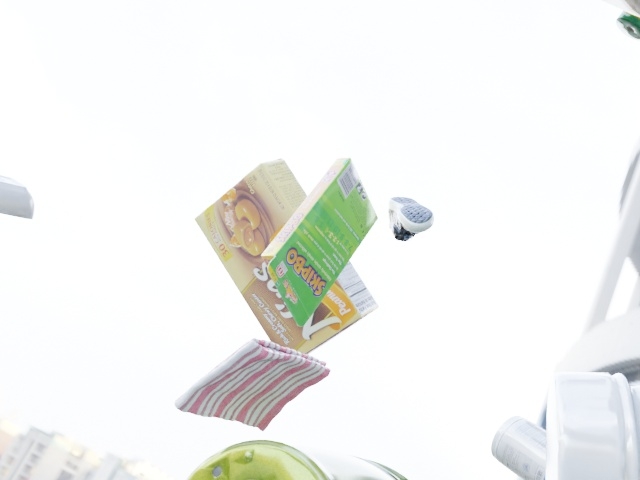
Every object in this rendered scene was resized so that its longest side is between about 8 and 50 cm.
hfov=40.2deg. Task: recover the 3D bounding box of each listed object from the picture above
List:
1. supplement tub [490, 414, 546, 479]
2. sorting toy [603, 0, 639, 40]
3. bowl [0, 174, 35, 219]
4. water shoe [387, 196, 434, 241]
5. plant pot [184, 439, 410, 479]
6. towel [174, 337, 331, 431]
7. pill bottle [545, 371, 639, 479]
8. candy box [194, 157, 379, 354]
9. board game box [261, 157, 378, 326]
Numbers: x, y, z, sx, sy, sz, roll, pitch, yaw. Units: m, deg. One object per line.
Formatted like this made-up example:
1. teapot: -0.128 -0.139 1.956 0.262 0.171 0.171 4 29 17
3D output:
1. supplement tub: 0.282 0.281 1.132 0.107 0.071 0.071 32 -13 47
2. sorting toy: 0.338 -0.350 1.050 0.132 0.046 0.274 37 -2 31
3. bowl: -0.557 -0.084 1.481 0.142 0.053 0.142 15 5 -36
4. water shoe: 0.185 -0.032 1.789 0.073 0.080 0.203 1 16 -6
5. plant pot: -0.032 0.434 1.188 0.366 0.366 0.353 14 -21 27
6. towel: -0.085 0.198 1.181 0.197 0.144 0.029 29 23 -55
7. pill bottle: 0.308 0.153 0.548 0.318 0.176 0.176 1 -30 12
8. candy box: -0.062 0.038 1.536 0.183 0.087 0.316 -36 -97 29
9. board game box: 0.000 0.000 1.321 0.039 0.259 0.124 -2 -51 36
